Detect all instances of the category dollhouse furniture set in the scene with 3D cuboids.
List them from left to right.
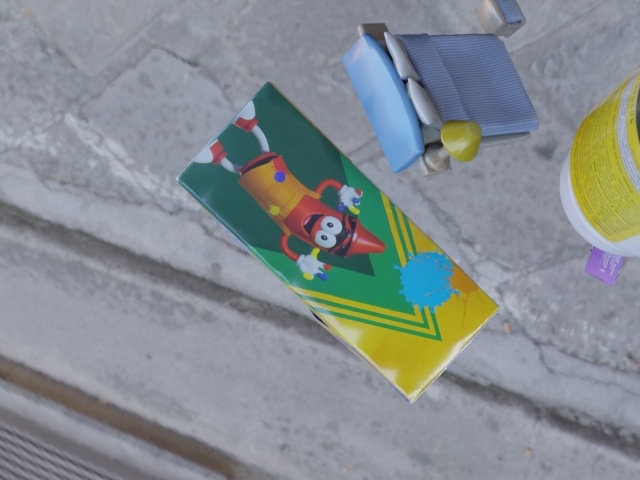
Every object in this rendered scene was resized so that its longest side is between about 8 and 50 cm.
[{"bbox_3d":[0.186,-0.238,0.939,0.198,0.286,0.303,-39,67,50],"label":"dollhouse furniture set"}]

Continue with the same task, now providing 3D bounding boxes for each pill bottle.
[{"bbox_3d":[0.218,-0.051,0.540,0.119,0.119,0.208,33,173,3],"label":"pill bottle"}]

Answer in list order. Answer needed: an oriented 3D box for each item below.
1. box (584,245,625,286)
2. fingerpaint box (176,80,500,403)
[{"bbox_3d":[0.525,-0.088,1.443,0.057,0.293,0.201,31,166,19],"label":"box"},{"bbox_3d":[0.000,0.000,1.219,0.371,0.163,0.445,44,178,-6],"label":"fingerpaint box"}]
